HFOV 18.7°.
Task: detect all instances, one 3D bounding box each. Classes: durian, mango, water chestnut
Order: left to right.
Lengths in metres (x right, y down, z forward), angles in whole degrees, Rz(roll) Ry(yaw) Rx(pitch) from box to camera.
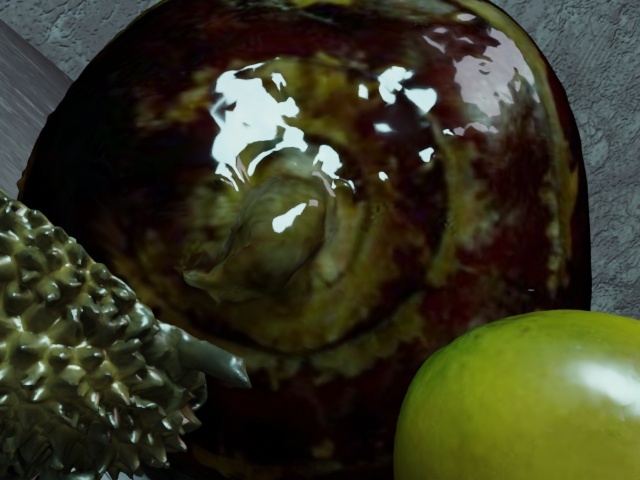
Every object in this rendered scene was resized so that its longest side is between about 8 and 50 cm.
[{"bbox_3d":[-0.078,0.031,0.508,0.140,0.071,0.110,23,-18,42],"label":"durian"},{"bbox_3d":[0.000,0.000,0.763,0.223,0.223,0.238,43,-13,19],"label":"water chestnut"},{"bbox_3d":[0.118,0.130,0.636,0.175,0.139,0.254,5,-41,24],"label":"mango"}]
